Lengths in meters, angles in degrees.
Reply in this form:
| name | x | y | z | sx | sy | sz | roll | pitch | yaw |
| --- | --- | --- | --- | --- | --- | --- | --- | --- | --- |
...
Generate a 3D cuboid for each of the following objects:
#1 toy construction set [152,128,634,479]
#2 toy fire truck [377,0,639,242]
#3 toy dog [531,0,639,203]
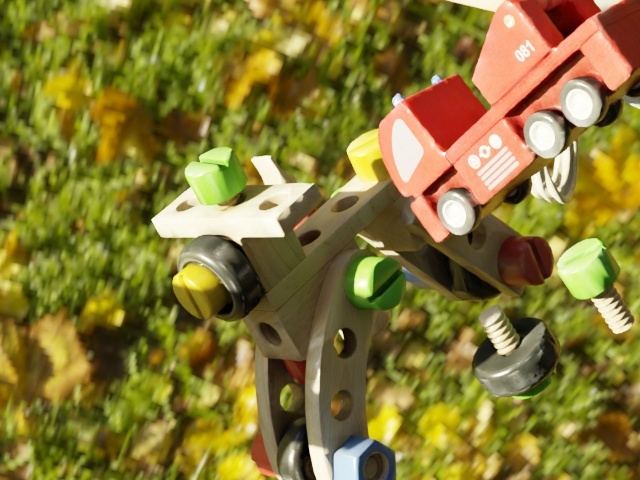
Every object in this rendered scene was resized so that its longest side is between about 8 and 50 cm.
| name | x | y | z | sx | sy | sz | roll | pitch | yaw |
| --- | --- | --- | --- | --- | --- | --- | --- | --- | --- |
| toy construction set | 0.000 | 0.000 | 1.293 | 0.257 | 0.309 | 0.237 | -38 | 113 | -6 |
| toy fire truck | 0.072 | -0.098 | 0.772 | 0.047 | 0.192 | 0.135 | -28 | 79 | -43 |
| toy dog | 0.300 | -0.201 | 1.850 | 0.161 | 0.220 | 0.334 | -4 | 36 | 33 |
